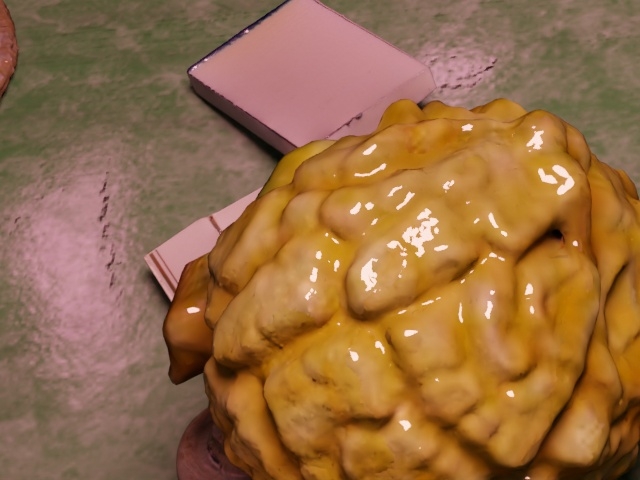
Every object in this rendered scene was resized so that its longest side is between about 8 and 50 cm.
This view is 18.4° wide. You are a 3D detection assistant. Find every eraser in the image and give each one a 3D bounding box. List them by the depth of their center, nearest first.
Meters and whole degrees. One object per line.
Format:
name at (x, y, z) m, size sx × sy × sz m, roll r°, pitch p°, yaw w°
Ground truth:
eraser at (-0.007, -0.106, 1.294) m, size 0.104 × 0.023 × 0.150 m, roll -36°, pitch 41°, yaw -15°

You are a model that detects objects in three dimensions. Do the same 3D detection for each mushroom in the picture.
mushroom at (-0.043, 0.117, 1.119) m, size 0.085 × 0.079 × 0.085 m, roll -7°, pitch 55°, yaw 10°

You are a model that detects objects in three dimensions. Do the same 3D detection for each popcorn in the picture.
popcorn at (0.057, 0.045, 0.997) m, size 0.270 × 0.258 × 0.224 m, roll -3°, pitch 89°, yaw -7°

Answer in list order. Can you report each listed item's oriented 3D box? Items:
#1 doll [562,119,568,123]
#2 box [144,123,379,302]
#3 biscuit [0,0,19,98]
doll at (0.090, -0.001, 1.163) m, size 0.180 × 0.094 × 0.079 m, roll -47°, pitch 32°, yaw -14°
box at (0.000, 0.000, 1.227) m, size 0.198 × 0.029 × 0.109 m, roll -30°, pitch 51°, yaw -8°
biscuit at (-0.288, -0.144, 1.420) m, size 0.133 × 0.032 × 0.250 m, roll -29°, pitch 50°, yaw -8°
